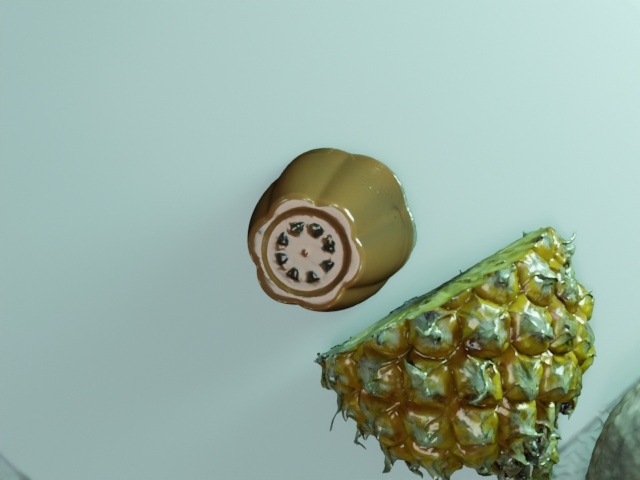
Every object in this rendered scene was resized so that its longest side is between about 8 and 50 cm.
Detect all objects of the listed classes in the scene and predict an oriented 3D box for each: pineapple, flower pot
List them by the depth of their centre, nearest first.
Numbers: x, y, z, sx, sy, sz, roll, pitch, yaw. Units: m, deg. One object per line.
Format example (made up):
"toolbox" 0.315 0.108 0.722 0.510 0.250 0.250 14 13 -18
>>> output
"pineapple" 0.185 0.183 1.622 0.344 0.209 0.286 -31 93 14
"flower pot" 0.000 0.000 1.648 0.190 0.173 0.191 3 103 13

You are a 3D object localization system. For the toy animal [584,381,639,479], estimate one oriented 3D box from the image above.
"toy animal" 0.405 0.278 1.607 0.226 0.188 0.359 12 102 -2
